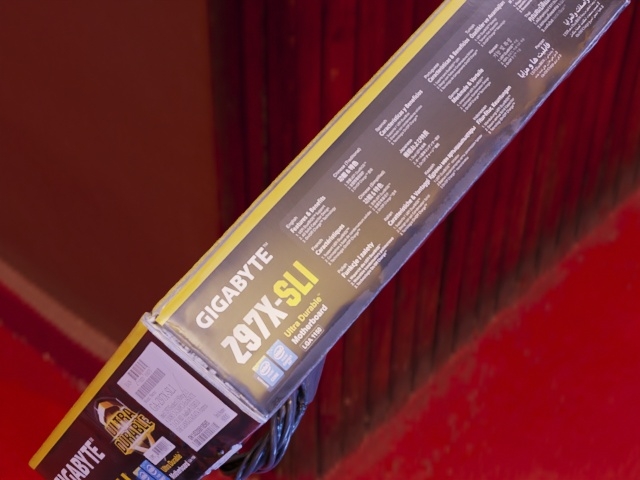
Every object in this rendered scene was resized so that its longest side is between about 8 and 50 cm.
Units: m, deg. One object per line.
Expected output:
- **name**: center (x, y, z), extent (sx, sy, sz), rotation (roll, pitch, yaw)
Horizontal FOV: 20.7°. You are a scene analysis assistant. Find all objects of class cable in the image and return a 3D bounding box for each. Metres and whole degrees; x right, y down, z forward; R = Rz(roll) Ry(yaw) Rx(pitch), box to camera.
- **cable**: center (-0.068, 0.148, 1.693), extent (0.151, 0.047, 0.184), rotation (-3, 64, 42)

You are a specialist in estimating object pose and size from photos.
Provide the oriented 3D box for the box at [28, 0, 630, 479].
- **box**: center (0.000, 0.000, 0.929), extent (0.079, 0.257, 0.322), rotation (42, 61, 1)
